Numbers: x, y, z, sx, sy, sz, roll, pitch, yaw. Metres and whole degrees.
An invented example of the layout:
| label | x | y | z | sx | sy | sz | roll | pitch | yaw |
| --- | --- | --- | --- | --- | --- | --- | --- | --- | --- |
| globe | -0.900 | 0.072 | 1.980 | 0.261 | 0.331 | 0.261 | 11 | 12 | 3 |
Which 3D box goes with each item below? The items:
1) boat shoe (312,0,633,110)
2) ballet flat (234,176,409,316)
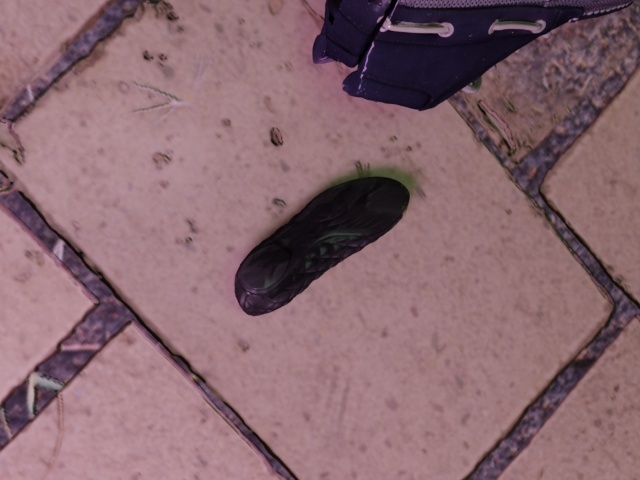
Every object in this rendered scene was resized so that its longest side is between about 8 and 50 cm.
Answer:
| label | x | y | z | sx | sy | sz | roll | pitch | yaw |
| --- | --- | --- | --- | --- | --- | --- | --- | --- | --- |
| boat shoe | 0.139 | -0.194 | 0.994 | 0.340 | 0.127 | 0.158 | -3 | 130 | -37 |
| ballet flat | 0.000 | 0.000 | 0.975 | 0.173 | 0.049 | 0.057 | -32 | 69 | -22 |
